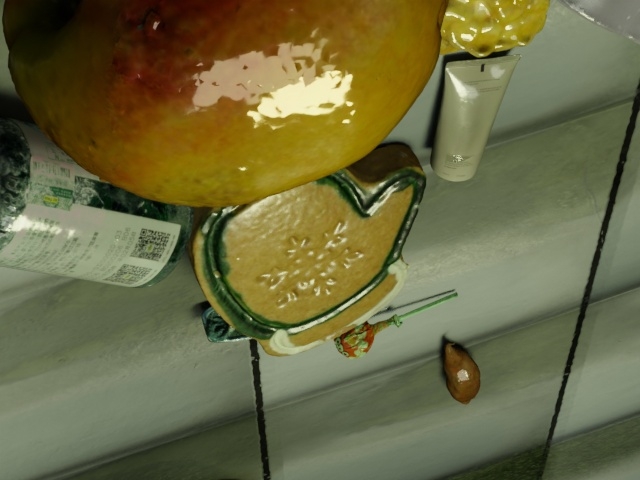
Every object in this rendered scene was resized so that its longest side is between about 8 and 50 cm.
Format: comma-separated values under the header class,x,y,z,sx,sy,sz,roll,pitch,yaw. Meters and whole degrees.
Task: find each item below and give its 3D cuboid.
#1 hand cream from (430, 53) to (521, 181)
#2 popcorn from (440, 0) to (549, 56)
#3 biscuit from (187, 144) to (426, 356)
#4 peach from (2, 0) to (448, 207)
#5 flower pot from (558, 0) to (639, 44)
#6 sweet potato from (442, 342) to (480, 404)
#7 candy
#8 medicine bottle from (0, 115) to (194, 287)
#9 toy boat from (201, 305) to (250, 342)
class,x,y,z,sx,sy,sz,roll,pitch,yaw
hand cream,0.162,-0.134,1.789,0.087,0.054,0.186,-7,141,-17
popcorn,0.127,-0.240,1.507,0.194,0.140,0.163,10,131,-41
biscuit,0.001,0.001,1.838,0.287,0.057,0.344,-33,142,0
peach,-0.064,-0.182,1.314,0.372,0.290,0.372,-20,153,-11
flower pot,0.254,-0.337,1.358,0.265,0.265,0.243,13,121,-45
sweet potato,0.203,0.189,2.332,0.056,0.056,0.195,-23,145,-1
candy,0.102,0.105,2.139,0.185,0.049,0.055,-21,107,-15
medicine bottle,-0.271,-0.039,1.549,0.293,0.141,0.141,11,136,-45
toy boat,-0.076,0.087,1.964,0.140,0.059,0.066,-14,166,-20
